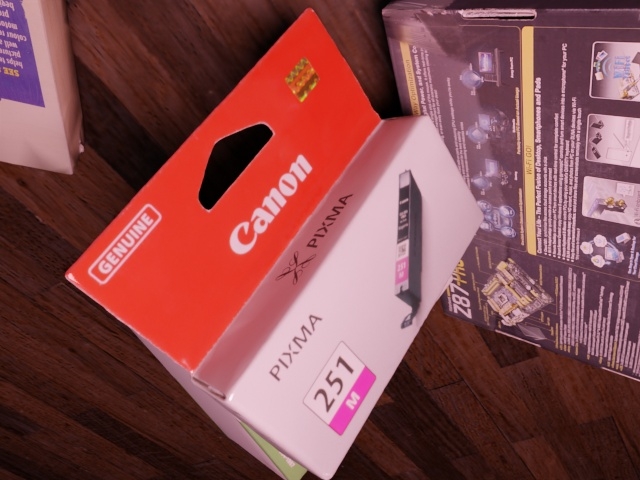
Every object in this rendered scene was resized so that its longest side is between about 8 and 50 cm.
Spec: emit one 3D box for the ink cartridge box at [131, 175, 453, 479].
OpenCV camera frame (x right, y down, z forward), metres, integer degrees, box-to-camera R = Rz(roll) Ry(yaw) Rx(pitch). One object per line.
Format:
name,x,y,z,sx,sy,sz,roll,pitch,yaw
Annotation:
ink cartridge box,-0.013,0.048,0.544,0.117,0.278,0.201,13,141,46

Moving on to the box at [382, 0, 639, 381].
box,0.243,-0.034,0.500,0.318,0.097,0.395,14,142,34

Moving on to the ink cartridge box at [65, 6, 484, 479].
ink cartridge box,0.000,0.000,0.427,0.060,0.275,0.239,10,147,48

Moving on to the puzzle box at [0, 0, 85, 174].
puzzle box,-0.405,-0.184,0.429,0.408,0.052,0.272,11,150,-12

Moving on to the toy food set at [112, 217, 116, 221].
toy food set,-0.144,0.029,0.654,0.217,0.071,0.128,18,128,33
